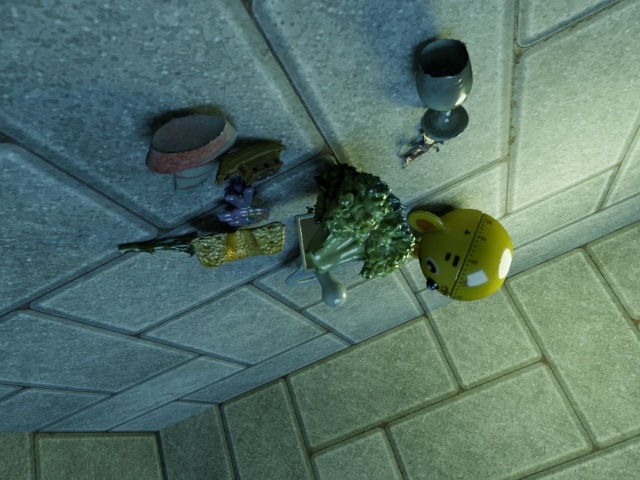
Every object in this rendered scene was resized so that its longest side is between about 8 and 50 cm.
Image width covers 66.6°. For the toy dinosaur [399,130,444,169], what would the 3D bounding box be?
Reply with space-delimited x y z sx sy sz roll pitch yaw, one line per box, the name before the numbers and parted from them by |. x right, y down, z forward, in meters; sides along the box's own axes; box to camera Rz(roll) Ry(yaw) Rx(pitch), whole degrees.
toy dinosaur | 0.289 -0.261 1.364 0.108 0.032 0.220 -12 155 -24

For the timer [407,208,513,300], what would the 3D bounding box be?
timer | 0.488 0.041 1.794 0.386 0.376 0.376 21 156 13

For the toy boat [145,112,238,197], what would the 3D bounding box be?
toy boat | -0.278 -0.169 1.080 0.206 0.096 0.282 -28 167 -21

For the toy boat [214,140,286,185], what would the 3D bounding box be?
toy boat | -0.155 -0.170 1.106 0.200 0.077 0.057 -28 168 -39

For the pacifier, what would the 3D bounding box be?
pacifier | 0.027 0.118 1.660 0.244 0.233 0.299 -5 150 -35

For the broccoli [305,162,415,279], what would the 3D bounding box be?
broccoli | 0.080 -0.031 1.319 0.280 0.293 0.348 -36 120 -12

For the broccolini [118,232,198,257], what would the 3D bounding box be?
broccolini | -0.444 0.018 1.352 0.216 0.058 0.067 -5 109 -16

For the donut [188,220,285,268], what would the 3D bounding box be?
donut | -0.227 0.005 1.366 0.258 0.101 0.152 -13 -174 -11

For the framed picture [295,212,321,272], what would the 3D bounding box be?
framed picture | 0.000 0.000 1.524 0.141 0.183 0.011 -12 -167 -18

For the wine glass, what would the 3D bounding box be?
wine glass | 0.282 -0.337 1.112 0.126 0.127 0.241 -24 155 7

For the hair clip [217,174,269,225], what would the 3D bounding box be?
hair clip | -0.204 -0.092 1.255 0.136 0.091 0.278 -13 153 -4
